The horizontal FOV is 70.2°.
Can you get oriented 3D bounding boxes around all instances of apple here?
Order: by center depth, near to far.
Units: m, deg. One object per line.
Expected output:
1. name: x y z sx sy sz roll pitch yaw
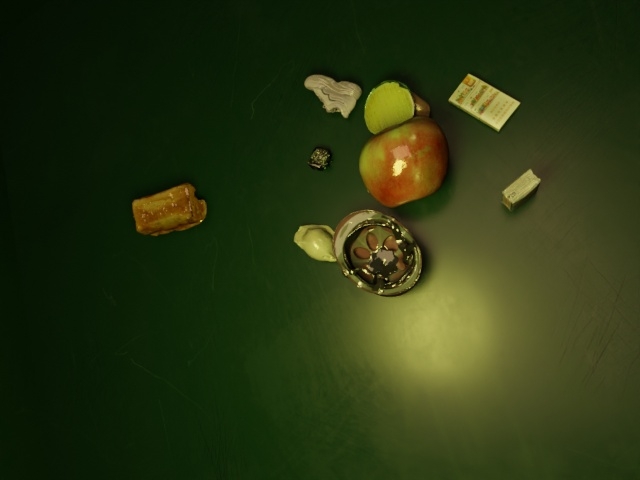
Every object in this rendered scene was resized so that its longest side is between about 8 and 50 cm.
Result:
1. apple: 0.296 -0.266 1.597 0.319 0.319 0.277 -20 103 18

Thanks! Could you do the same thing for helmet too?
1. helmet: 0.216 0.058 1.637 0.338 0.197 0.271 39 90 24

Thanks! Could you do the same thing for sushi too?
1. sushi: 0.006 -0.331 1.855 0.084 0.056 0.083 15 81 24

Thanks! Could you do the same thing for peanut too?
1. peanut: 0.355 -0.512 1.732 0.152 0.076 0.076 42 98 18

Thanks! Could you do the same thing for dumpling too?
1. dumpling: 0.001 0.002 1.788 0.111 0.181 0.155 -23 36 52

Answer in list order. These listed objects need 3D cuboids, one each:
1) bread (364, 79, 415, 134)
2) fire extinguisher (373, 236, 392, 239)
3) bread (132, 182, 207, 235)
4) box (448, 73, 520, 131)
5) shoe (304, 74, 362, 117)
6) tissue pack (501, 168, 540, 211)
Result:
1. bread: 0.265 -0.496 1.746 0.228 0.033 0.229 12 109 38
2. fire extinguisher: 0.243 -0.012 1.732 0.083 0.022 0.028 -6 118 20
3. bread: -0.673 -0.133 2.044 0.344 0.149 0.195 -12 90 19
4. box: 0.595 -0.504 1.658 0.220 0.032 0.122 40 98 22
5. shoe: 0.038 -0.587 1.857 0.245 0.095 0.138 20 87 16
6. tissue pack: 0.662 -0.163 1.515 0.115 0.155 0.065 -40 72 11
